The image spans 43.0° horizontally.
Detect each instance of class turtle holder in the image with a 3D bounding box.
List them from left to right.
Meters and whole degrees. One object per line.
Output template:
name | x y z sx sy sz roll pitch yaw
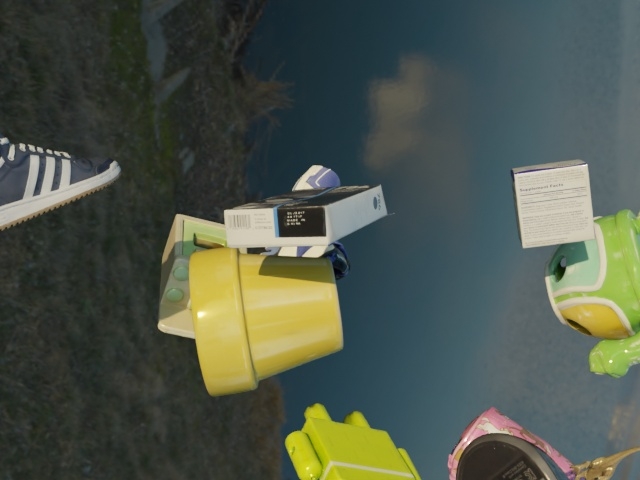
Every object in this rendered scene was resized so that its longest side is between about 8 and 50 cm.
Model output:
turtle holder | 0.577 0.107 1.591 0.243 0.227 0.320 18 58 -58

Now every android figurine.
android figurine | 0.066 0.380 1.365 0.248 0.273 0.056 16 110 -28

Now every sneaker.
sneaker | -0.410 -0.109 1.127 0.282 0.099 0.153 -32 104 -48
sneaker | -0.001 0.001 1.778 0.127 0.182 0.315 50 59 -49

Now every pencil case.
pencil case | 0.432 0.496 1.572 0.160 0.386 0.167 -30 151 -58

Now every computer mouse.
computer mouse | 0.246 0.333 0.872 0.188 0.272 0.072 -42 152 26

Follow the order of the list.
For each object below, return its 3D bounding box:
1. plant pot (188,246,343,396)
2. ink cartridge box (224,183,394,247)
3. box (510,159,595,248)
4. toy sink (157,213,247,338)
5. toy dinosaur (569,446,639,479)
plant pot | -0.089 0.128 1.408 0.254 0.239 0.254 172 -90 -87
ink cartridge box | -0.005 -0.046 1.304 0.332 0.165 0.065 -23 109 -68
box | 0.408 -0.065 1.435 0.072 0.126 0.137 -57 139 -74
toy sink | -0.231 0.070 1.616 0.234 0.152 0.131 -99 -152 -54
toy dinosaur | 0.434 0.350 1.250 0.092 0.053 0.183 -15 148 -35
